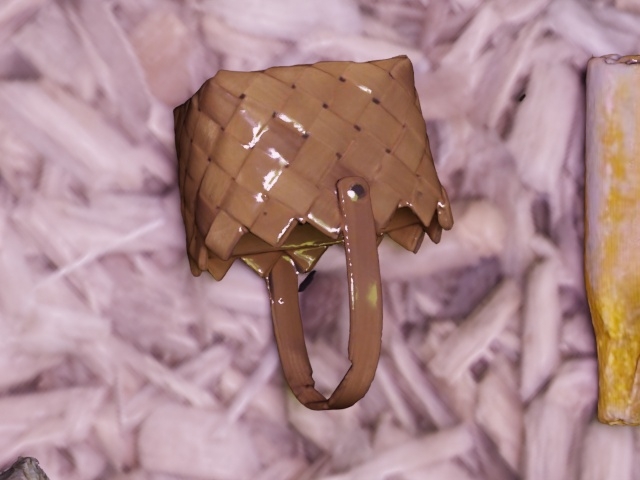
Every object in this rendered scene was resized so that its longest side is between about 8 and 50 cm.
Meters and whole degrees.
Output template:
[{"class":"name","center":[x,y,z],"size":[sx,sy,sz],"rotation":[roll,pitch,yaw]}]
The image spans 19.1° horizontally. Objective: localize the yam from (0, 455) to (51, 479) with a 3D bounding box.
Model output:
[{"class":"yam","center":[-0.189,0.237,0.927],"size":[0.254,0.154,0.154],"rotation":[-39,105,-19]}]

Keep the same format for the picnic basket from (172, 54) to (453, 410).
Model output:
[{"class":"picnic basket","center":[0.000,0.000,0.998],"size":[0.138,0.128,0.178],"rotation":[-6,77,-18]}]

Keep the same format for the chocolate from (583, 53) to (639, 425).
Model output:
[{"class":"chocolate","center":[0.189,0.000,1.107],"size":[0.085,0.085,0.219],"rotation":[0,96,-21]}]
